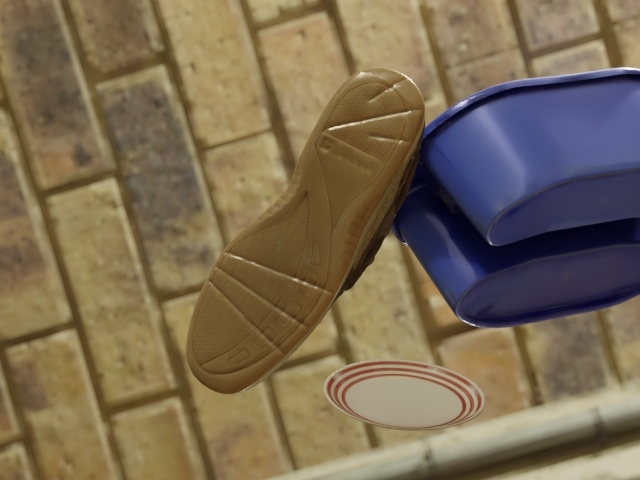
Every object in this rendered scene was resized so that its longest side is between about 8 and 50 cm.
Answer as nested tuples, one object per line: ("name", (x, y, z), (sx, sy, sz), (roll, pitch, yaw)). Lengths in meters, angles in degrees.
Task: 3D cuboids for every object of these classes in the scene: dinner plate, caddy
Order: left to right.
("dinner plate", (0.073, 0.138, 1.405), (0.141, 0.141, 0.017), (-102, -166, -71))
("caddy", (0.232, -0.055, 1.643), (0.241, 0.341, 0.179), (109, -36, -45))

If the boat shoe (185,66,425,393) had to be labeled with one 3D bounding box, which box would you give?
("boat shoe", (0.000, 0.000, 1.272), (0.103, 0.285, 0.092), (30, 0, 25))
